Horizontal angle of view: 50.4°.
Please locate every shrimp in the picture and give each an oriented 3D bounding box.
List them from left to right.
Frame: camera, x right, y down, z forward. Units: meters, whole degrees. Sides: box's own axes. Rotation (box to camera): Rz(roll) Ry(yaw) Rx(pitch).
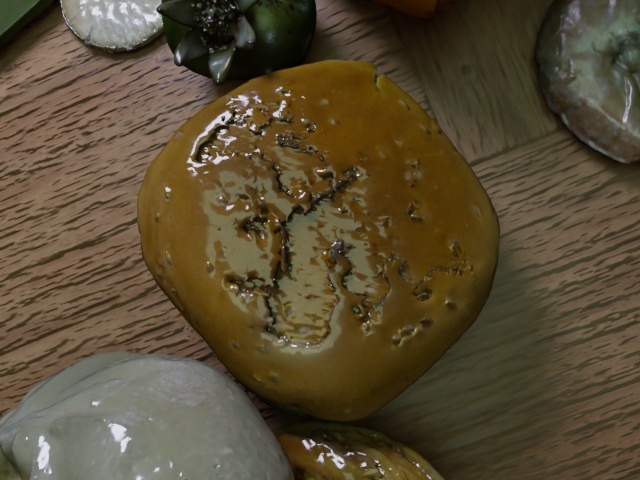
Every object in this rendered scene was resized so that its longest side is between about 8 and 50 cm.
[{"bbox_3d":[0.335,-0.123,0.627,0.168,0.077,0.317,-45,77,13],"label":"shrimp"}]

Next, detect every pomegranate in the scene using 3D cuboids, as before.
[{"bbox_3d":[-0.084,-0.210,0.631,0.152,0.191,0.131,7,114,8],"label":"pomegranate"}]

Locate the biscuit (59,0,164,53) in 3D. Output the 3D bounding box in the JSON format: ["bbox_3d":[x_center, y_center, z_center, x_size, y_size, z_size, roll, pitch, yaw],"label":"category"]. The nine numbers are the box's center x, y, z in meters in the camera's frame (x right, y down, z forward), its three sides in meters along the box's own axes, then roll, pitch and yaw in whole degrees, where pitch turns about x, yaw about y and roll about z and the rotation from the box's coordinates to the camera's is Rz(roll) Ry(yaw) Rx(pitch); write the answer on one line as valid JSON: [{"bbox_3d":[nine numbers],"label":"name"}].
[{"bbox_3d":[-0.218,-0.278,0.740,0.152,0.020,0.152,-1,86,8],"label":"biscuit"}]

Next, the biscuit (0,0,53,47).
[{"bbox_3d":[-0.432,-0.213,0.758,0.322,0.038,0.099,-37,85,4],"label":"biscuit"}]

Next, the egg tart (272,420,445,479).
[{"bbox_3d":[0.016,0.303,0.617,0.297,0.132,0.297,0,89,22],"label":"egg tart"}]

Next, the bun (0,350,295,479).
[{"bbox_3d":[-0.169,0.262,0.533,0.365,0.219,0.365,-11,74,44],"label":"bun"}]

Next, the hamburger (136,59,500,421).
[{"bbox_3d":[-0.001,-0.008,0.619,0.284,0.174,0.304,-40,88,-8],"label":"hamburger"}]

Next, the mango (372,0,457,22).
[{"bbox_3d":[0.034,-0.350,0.637,0.201,0.199,0.350,-32,67,-24],"label":"mango"}]
